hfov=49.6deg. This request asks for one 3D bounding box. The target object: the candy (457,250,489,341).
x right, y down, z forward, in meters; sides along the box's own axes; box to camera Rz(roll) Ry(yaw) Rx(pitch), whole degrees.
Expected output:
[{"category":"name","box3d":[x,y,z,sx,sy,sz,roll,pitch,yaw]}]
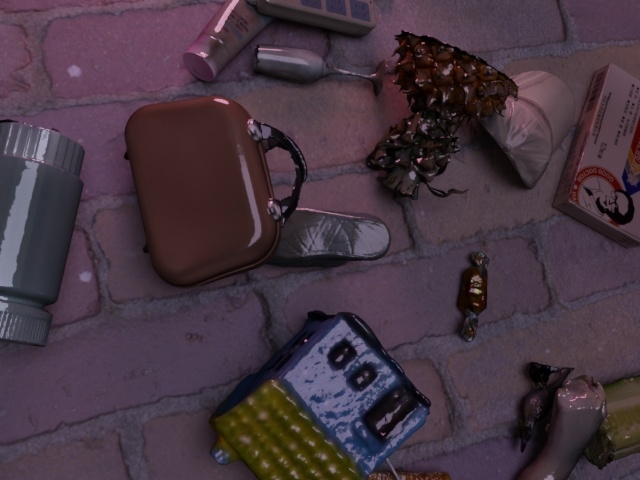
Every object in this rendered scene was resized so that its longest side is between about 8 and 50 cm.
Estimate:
[{"category":"candy","box3d":[0.300,0.105,1.345,0.053,0.046,0.181,17,73,-17]}]

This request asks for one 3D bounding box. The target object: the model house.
[{"category":"model house","box3d":[-0.018,0.288,1.124,0.303,0.215,0.237,-41,95,-15]}]

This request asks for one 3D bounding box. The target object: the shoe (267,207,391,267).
[{"category":"shoe","box3d":[0.000,0.000,1.237,0.251,0.100,0.103,1,81,5]}]

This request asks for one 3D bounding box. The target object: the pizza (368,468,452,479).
[{"category":"pizza","box3d":[0.137,0.458,1.222,0.193,0.053,0.201,46,64,-6]}]

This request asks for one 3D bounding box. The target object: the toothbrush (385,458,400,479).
[{"category":"toothbrush","box3d":[0.140,0.428,1.194,0.013,0.011,0.131,-27,88,-14]}]

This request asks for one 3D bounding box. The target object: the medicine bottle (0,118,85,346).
[{"category":"medicine bottle","box3d":[-0.460,-0.008,1.047,0.158,0.158,0.317,13,77,-16]}]

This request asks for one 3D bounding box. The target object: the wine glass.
[{"category":"wine glass","box3d":[-0.006,-0.327,1.310,0.263,0.074,0.074,5,79,-17]}]

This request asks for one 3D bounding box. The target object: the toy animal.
[{"category":"toy animal","box3d":[0.424,0.315,1.341,0.105,0.070,0.202,37,69,-24]}]

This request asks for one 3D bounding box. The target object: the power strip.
[{"category":"power strip","box3d":[-0.012,-0.467,1.315,0.271,0.046,0.117,4,73,-28]}]

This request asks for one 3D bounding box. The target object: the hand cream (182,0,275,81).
[{"category":"hand cream","box3d":[-0.132,-0.422,1.284,0.111,0.070,0.312,38,67,-11]}]

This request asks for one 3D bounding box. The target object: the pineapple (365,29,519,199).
[{"category":"pineapple","box3d":[0.198,-0.212,1.300,0.263,0.262,0.271,24,96,-13]}]

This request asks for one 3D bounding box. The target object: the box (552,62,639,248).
[{"category":"box","box3d":[0.653,-0.185,1.511,0.214,0.069,0.353,27,75,-13]}]

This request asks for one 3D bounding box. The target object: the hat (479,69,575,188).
[{"category":"hat","box3d":[0.443,-0.244,1.411,0.226,0.164,0.219,-39,96,1]}]

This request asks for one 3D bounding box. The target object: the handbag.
[{"category":"handbag","box3d":[-0.160,-0.088,1.137,0.283,0.149,0.301,-15,82,1]}]

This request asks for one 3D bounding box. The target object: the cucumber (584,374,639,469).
[{"category":"cucumber","box3d":[0.658,0.351,1.398,0.326,0.105,0.145,-9,56,-20]}]

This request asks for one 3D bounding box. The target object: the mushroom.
[{"category":"mushroom","box3d":[0.451,0.381,1.297,0.096,0.099,0.277,17,100,-48]}]
